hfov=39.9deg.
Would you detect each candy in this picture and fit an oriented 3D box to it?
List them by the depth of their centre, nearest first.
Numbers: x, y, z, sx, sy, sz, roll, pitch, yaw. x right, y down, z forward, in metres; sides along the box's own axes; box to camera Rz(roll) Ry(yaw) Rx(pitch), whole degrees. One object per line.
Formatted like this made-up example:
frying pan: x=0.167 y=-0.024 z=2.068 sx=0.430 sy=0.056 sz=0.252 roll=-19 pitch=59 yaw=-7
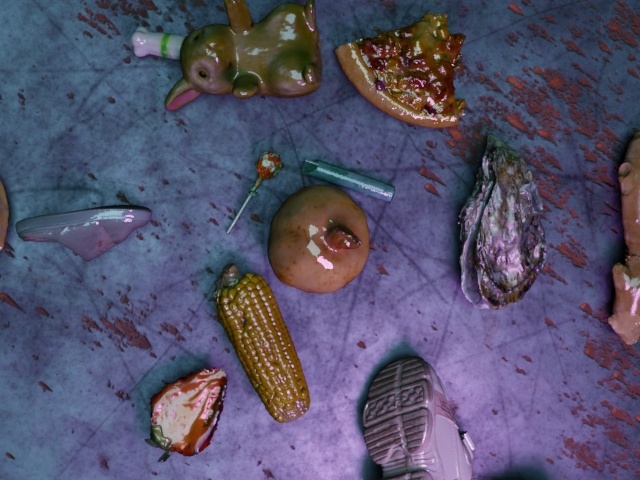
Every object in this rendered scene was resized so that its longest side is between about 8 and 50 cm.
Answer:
candy: x=-0.133 y=-0.090 z=1.706 sx=0.055 sy=0.049 sz=0.185 roll=26 pitch=96 yaw=-51

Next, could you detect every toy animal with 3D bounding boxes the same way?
toy animal: x=-0.168 y=-0.335 z=1.621 sx=0.363 sy=0.180 sz=0.181 roll=-5 pitch=86 yaw=-8

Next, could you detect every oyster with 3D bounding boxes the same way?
oyster: x=0.351 y=-0.039 z=1.726 sx=0.162 sy=0.158 sz=0.351 roll=6 pitch=82 yaw=-49

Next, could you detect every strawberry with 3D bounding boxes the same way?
strawberry: x=-0.254 y=0.327 z=1.682 sx=0.140 sy=0.085 sz=0.192 roll=10 pitch=85 yaw=1

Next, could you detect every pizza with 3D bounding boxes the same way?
pizza: x=0.185 y=-0.348 z=1.714 sx=0.289 sy=0.081 sz=0.229 roll=33 pitch=88 yaw=-5

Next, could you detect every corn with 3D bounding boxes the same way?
corn: x=-0.112 y=0.194 z=1.680 sx=0.119 sy=0.119 sz=0.322 roll=-21 pitch=99 yaw=-6

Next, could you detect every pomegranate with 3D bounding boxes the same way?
pomegranate: x=-0.007 y=0.000 z=1.649 sx=0.207 sy=0.207 sz=0.207 roll=0 pitch=92 yaw=-7

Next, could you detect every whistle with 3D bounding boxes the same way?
whistle: x=0.054 y=-0.119 z=1.728 sx=0.186 sy=0.039 sz=0.039 roll=18 pitch=90 yaw=-7

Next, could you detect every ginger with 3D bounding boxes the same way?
ginger: x=0.666 y=-0.006 z=1.766 sx=0.348 sy=0.122 sz=0.363 roll=-41 pitch=106 yaw=-12

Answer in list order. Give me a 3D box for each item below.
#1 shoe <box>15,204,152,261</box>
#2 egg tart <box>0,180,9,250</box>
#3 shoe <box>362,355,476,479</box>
shoe: x=-0.437 y=-0.010 z=1.643 sx=0.251 sy=0.103 sz=0.100 roll=-6 pitch=92 yaw=-1
egg tart: x=-0.747 y=-0.045 z=1.583 sx=0.352 sy=0.150 sz=0.352 roll=0 pitch=88 yaw=-6
shoe: x=0.203 y=0.405 z=1.711 sx=0.198 sy=0.172 sz=0.351 roll=16 pitch=68 yaw=-42
